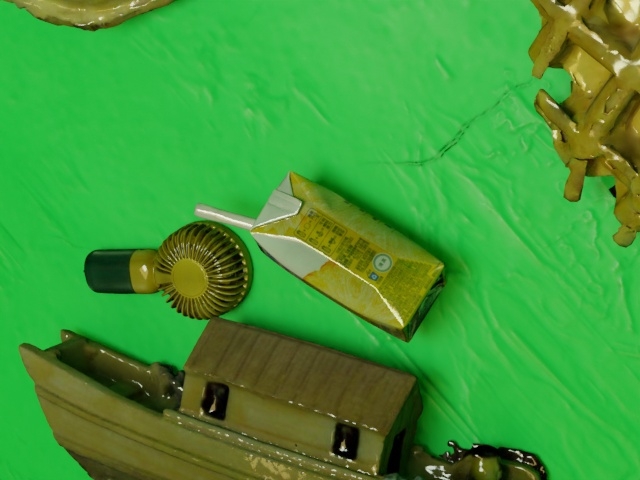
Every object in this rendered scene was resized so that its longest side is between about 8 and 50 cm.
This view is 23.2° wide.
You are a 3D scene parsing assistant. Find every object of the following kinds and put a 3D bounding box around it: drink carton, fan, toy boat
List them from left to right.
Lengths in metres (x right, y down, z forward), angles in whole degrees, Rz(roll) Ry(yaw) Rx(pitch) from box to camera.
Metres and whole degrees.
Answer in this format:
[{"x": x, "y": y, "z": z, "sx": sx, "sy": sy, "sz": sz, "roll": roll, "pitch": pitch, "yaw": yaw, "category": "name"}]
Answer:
[{"x": -0.134, "y": 0.028, "z": 1.322, "sx": 0.155, "sy": 0.039, "sz": 0.082, "roll": -2, "pitch": 104, "yaw": 25, "category": "fan"}, {"x": -0.043, "y": 0.155, "z": 1.268, "sx": 0.446, "sy": 0.136, "sz": 0.162, "roll": 13, "pitch": 106, "yaw": 21, "category": "toy boat"}, {"x": 0.000, "y": 0.000, "z": 1.229, "sx": 0.200, "sy": 0.084, "sz": 0.074, "roll": 33, "pitch": 84, "yaw": 12, "category": "drink carton"}]

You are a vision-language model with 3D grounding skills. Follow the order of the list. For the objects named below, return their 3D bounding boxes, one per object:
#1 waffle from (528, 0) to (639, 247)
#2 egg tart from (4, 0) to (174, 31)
[{"x": 0.310, "y": -0.168, "z": 1.044, "sx": 0.382, "sy": 0.095, "sz": 0.379, "roll": -9, "pitch": 103, "yaw": 28, "category": "waffle"}, {"x": -0.204, "y": -0.313, "z": 1.203, "sx": 0.315, "sy": 0.120, "sz": 0.315, "roll": 4, "pitch": 104, "yaw": 16, "category": "egg tart"}]
